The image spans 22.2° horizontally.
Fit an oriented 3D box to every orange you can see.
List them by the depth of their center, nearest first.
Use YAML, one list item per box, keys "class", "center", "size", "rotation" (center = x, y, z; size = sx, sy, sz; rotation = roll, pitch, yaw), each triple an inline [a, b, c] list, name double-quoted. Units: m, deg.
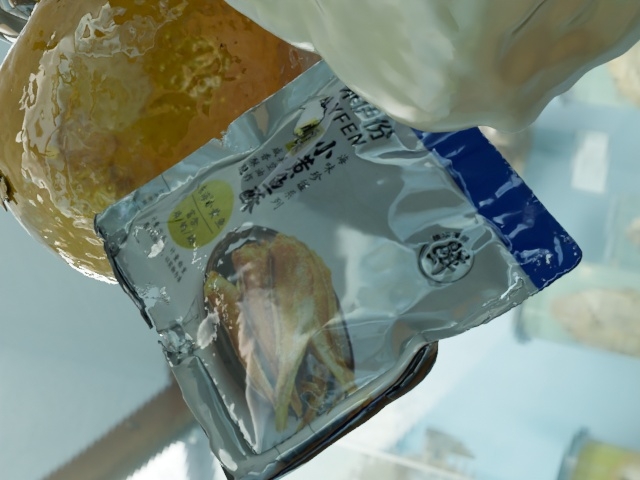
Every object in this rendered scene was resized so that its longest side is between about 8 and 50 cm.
- class: "orange"
  center: [-0.093, -0.080, 0.958]
  size: [0.219, 0.193, 0.219]
  rotation: [-44, -5, -5]

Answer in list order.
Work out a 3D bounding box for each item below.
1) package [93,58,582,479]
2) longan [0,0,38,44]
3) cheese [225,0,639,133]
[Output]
- class: "package"
  center: [0.000, 0.000, 0.703]
  size: [0.173, 0.171, 0.027]
  rotation: [-36, -38, 3]
- class: "longan"
  center: [-0.200, -0.223, 1.183]
  size: [0.189, 0.189, 0.189]
  rotation: [-33, -51, -52]
- class: "cheese"
  center: [0.070, -0.192, 0.430]
  size: [0.248, 0.174, 0.251]
  rotation: [-40, -35, -18]
